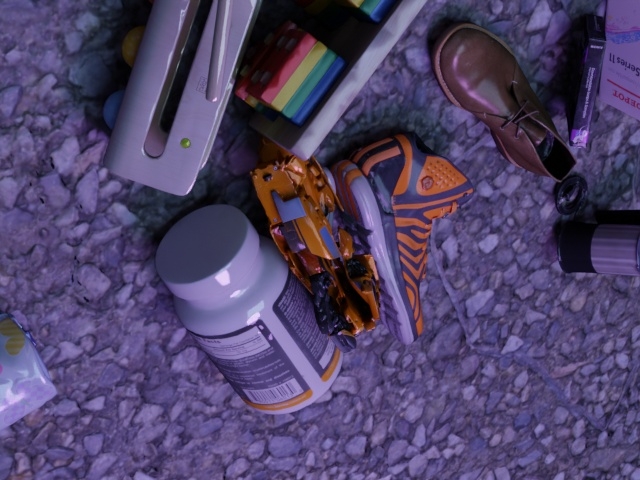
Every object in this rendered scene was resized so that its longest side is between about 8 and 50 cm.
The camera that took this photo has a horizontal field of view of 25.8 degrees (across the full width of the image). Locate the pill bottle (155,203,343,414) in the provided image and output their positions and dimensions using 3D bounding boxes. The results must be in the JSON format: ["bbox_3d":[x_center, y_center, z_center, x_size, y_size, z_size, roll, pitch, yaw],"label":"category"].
[{"bbox_3d":[-0.092,0.090,1.816,0.162,0.162,0.278,-40,132,-9],"label":"pill bottle"}]

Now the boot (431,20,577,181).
[{"bbox_3d":[0.264,-0.189,1.929,0.112,0.115,0.305,-46,131,1],"label":"boot"}]

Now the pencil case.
[{"bbox_3d":[-0.451,0.201,1.666,0.273,0.113,0.124,-34,121,-14],"label":"pencil case"}]

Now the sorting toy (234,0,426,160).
[{"bbox_3d":[-0.002,-0.237,1.640,0.089,0.255,0.257,36,91,-18],"label":"sorting toy"}]

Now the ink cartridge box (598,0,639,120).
[{"bbox_3d":[0.511,-0.271,1.986,0.119,0.207,0.353,-20,126,-26],"label":"ink cartridge box"}]

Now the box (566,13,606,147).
[{"bbox_3d":[0.378,-0.228,1.988,0.029,0.116,0.162,7,118,4],"label":"box"}]

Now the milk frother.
[{"bbox_3d":[0.434,-0.021,2.132,0.143,0.135,0.129,48,55,-45],"label":"milk frother"}]

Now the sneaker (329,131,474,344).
[{"bbox_3d":[0.137,-0.008,1.941,0.180,0.124,0.321,-29,129,-17],"label":"sneaker"}]

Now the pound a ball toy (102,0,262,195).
[{"bbox_3d":[-0.158,-0.216,1.563,0.136,0.208,0.319,19,108,-2],"label":"pound a ball toy"}]

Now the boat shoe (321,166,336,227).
[{"bbox_3d":[-0.003,-0.051,1.880,0.035,0.035,0.100,-19,132,-28],"label":"boat shoe"}]

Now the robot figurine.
[{"bbox_3d":[0.000,0.000,1.780,0.085,0.211,0.291,-22,113,12],"label":"robot figurine"}]
